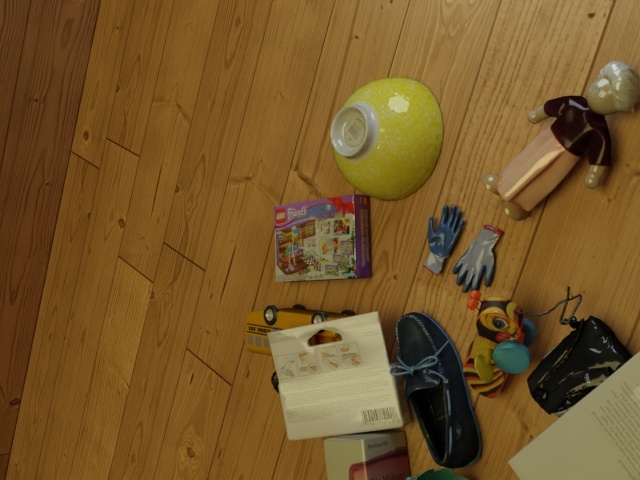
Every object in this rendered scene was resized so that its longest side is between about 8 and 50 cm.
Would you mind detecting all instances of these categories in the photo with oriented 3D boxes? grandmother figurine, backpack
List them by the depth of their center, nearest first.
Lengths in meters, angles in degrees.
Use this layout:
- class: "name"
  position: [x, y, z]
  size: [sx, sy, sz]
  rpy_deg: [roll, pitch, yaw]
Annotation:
- class: "backpack"
  position: [0.467, 0.243, 1.390]
  size: [0.182, 0.115, 0.152]
  rpy_deg: [-49, 35, 22]
- class: "grandmother figurine"
  position: [0.458, -0.184, 1.442]
  size: [0.208, 0.104, 0.342]
  rpy_deg: [54, 127, 23]

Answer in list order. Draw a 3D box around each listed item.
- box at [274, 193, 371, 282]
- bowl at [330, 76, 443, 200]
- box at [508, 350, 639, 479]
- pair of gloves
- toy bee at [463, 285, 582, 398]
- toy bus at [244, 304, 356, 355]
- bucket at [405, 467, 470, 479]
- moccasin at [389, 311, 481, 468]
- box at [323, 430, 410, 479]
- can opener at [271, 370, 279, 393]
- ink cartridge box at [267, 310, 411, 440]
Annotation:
- class: "box"
  position: [0.000, 0.000, 1.932]
  size: [0.293, 0.057, 0.201]
  rpy_deg: [-5, 85, 46]
- class: "bowl"
  position: [0.116, -0.239, 1.756]
  size: [0.289, 0.156, 0.289]
  rpy_deg: [-4, 84, 46]
- class: "box"
  position: [0.518, 0.322, 1.266]
  size: [0.345, 0.215, 0.168]
  rpy_deg: [-52, 54, 31]
- class: "pair of gloves"
  position: [0.296, 0.018, 1.651]
  size: [0.198, 0.023, 0.159]
  rpy_deg: [33, 110, 41]
- class: "toy bee"
  position: [0.341, 0.166, 1.487]
  size: [0.162, 0.195, 0.298]
  rpy_deg: [30, 109, 3]
- class: "toy bus"
  position: [-0.048, 0.230, 1.932]
  size: [0.333, 0.108, 0.130]
  rpy_deg: [2, 89, 46]
- class: "bucket"
  position: [0.212, 0.609, 1.535]
  size: [0.183, 0.281, 0.281]
  rpy_deg: [-37, 62, 38]
- class: "moccasin"
  position: [0.237, 0.304, 1.628]
  size: [0.138, 0.117, 0.342]
  rpy_deg: [-43, 59, 36]
- class: "box"
  position: [0.111, 0.548, 1.724]
  size: [0.127, 0.148, 0.232]
  rpy_deg: [-14, 78, 44]
- class: "can opener"
  position: [-0.056, 0.357, 1.984]
  size: [0.186, 0.073, 0.059]
  rpy_deg: [-12, 41, 42]
- class: "ink cartridge box"
  position: [0.040, 0.312, 1.788]
  size: [0.296, 0.066, 0.261]
  rpy_deg: [-14, 85, 25]
